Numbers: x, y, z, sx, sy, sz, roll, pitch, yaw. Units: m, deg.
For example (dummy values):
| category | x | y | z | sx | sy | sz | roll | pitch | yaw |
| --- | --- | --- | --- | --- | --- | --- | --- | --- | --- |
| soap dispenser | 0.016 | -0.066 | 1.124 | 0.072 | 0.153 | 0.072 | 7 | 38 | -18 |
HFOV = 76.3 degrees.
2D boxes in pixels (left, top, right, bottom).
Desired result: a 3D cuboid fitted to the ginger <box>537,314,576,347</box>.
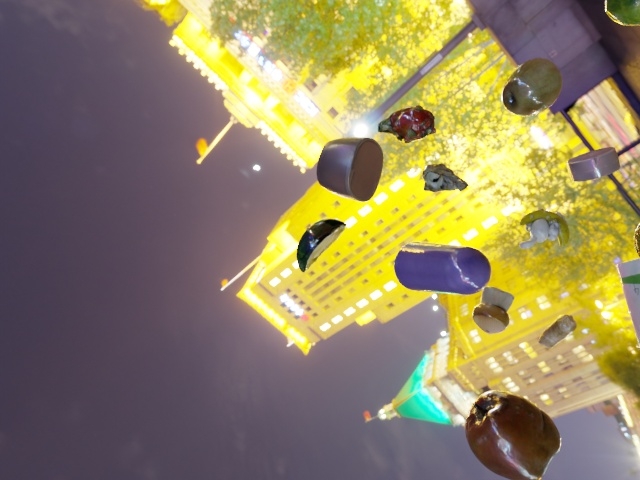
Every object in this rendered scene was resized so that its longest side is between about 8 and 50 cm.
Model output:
| category | x | y | z | sx | sy | sz | roll | pitch | yaw |
| --- | --- | --- | --- | --- | --- | --- | --- | --- | --- |
| ginger | 0.892 | 0.340 | 1.534 | 0.095 | 0.190 | 0.069 | -9 | -130 | -21 |

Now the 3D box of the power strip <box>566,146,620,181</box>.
| category | x | y | z | sx | sy | sz | roll | pitch | yaw |
| --- | --- | --- | --- | --- | --- | --- | --- | --- | --- |
| power strip | 0.960 | -0.267 | 1.437 | 0.078 | 0.154 | 0.154 | 67 | -152 | -8 |

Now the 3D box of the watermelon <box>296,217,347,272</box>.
| category | x | y | z | sx | sy | sz | roll | pitch | yaw |
| --- | --- | --- | --- | --- | --- | --- | --- | --- | --- |
| watermelon | 0.000 | 0.000 | 1.786 | 0.123 | 0.301 | 0.129 | 33 | 161 | 41 |

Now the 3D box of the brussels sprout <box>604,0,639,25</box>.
| category | x | y | z | sx | sy | sz | roll | pitch | yaw |
| --- | --- | --- | --- | --- | --- | --- | --- | --- | --- |
| brussels sprout | 0.938 | -0.723 | 1.187 | 0.161 | 0.180 | 0.144 | 61 | -175 | 38 |

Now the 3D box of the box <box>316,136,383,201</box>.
| category | x | y | z | sx | sy | sz | roll | pitch | yaw |
| --- | --- | --- | --- | --- | --- | --- | --- | --- | --- |
| box | 0.132 | -0.335 | 1.906 | 0.301 | 0.216 | 0.301 | -21 | -63 | -48 |

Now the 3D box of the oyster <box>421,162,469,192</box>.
| category | x | y | z | sx | sy | sz | roll | pitch | yaw |
| --- | --- | --- | --- | --- | --- | --- | --- | --- | --- |
| oyster | 0.536 | -0.261 | 1.741 | 0.166 | 0.094 | 0.294 | 48 | 169 | -29 |

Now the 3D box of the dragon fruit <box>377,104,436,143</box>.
| category | x | y | z | sx | sy | sz | roll | pitch | yaw |
| --- | --- | --- | --- | --- | --- | --- | --- | --- | --- |
| dragon fruit | 0.409 | -0.537 | 1.934 | 0.198 | 0.269 | 0.200 | 52 | -156 | -48 |

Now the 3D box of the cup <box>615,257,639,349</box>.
| category | x | y | z | sx | sy | sz | roll | pitch | yaw |
| --- | --- | --- | --- | --- | --- | --- | --- | --- | --- |
| cup | 1.040 | 0.172 | 1.219 | 0.253 | 0.253 | 0.274 | 7 | -116 | -51 |

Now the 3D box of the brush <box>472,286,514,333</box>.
| category | x | y | z | sx | sy | sz | roll | pitch | yaw |
| --- | --- | --- | --- | --- | --- | --- | --- | --- | --- |
| brush | 0.875 | 0.364 | 2.078 | 0.166 | 0.174 | 0.267 | -62 | -26 | -24 |

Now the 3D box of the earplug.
| category | x | y | z | sx | sy | sz | roll | pitch | yaw |
| --- | --- | --- | --- | --- | --- | --- | --- | --- | --- |
| earplug | 0.469 | 0.105 | 1.553 | 0.215 | 0.215 | 0.456 | 46 | 169 | -9 |

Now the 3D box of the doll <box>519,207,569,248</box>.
| category | x | y | z | sx | sy | sz | roll | pitch | yaw |
| --- | --- | --- | --- | --- | --- | --- | --- | --- | --- |
| doll | 1.154 | -0.059 | 2.113 | 0.111 | 0.237 | 0.252 | 80 | -160 | -62 |

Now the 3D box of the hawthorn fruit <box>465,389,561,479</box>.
| category | x | y | z | sx | sy | sz | roll | pitch | yaw |
| --- | --- | --- | --- | --- | --- | --- | --- | --- | --- |
| hawthorn fruit | 0.606 | 0.630 | 1.342 | 0.301 | 0.268 | 0.268 | 35 | -148 | -12 |

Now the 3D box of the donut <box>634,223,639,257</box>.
| category | x | y | z | sx | sy | sz | roll | pitch | yaw |
| --- | --- | --- | --- | --- | --- | --- | --- | --- | --- |
| donut | 1.352 | 0.016 | 1.593 | 0.272 | 0.107 | 0.272 | 166 | 90 | -82 |

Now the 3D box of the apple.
| category | x | y | z | sx | sy | sz | roll | pitch | yaw |
| --- | --- | --- | --- | --- | --- | --- | --- | --- | --- |
| apple | 1.004 | -0.731 | 1.960 | 0.257 | 0.234 | 0.257 | 160 | 90 | -84 |
